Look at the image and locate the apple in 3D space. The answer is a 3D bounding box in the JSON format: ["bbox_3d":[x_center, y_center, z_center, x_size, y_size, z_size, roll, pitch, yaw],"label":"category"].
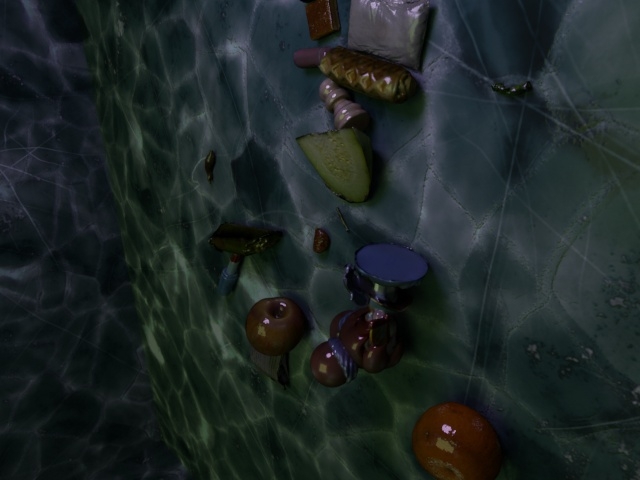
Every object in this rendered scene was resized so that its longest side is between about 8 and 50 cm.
[{"bbox_3d":[-0.161,0.302,1.673,0.211,0.211,0.187,44,136,31],"label":"apple"}]

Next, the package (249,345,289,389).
[{"bbox_3d":[-0.210,0.465,1.912,0.204,0.062,0.250,19,115,44],"label":"package"}]

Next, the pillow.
[{"bbox_3d":[0.153,-0.501,1.104,0.230,0.050,0.148,36,136,36],"label":"pillow"}]

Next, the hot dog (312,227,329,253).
[{"bbox_3d":[0.000,0.000,1.494,0.058,0.035,0.083,35,128,37],"label":"hot dog"}]

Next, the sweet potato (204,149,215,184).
[{"bbox_3d":[-0.452,-0.303,1.914,0.041,0.038,0.153,-115,30,-46],"label":"sweet potato"}]

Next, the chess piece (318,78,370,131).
[{"bbox_3d":[0.050,-0.359,1.253,0.170,0.094,0.094,58,140,23],"label":"chess piece"}]

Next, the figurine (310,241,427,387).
[{"bbox_3d":[0.125,0.210,1.274,0.248,0.276,0.387,17,122,19],"label":"figurine"}]

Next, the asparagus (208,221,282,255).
[{"bbox_3d":[-0.285,0.000,1.774,0.382,0.128,0.108,8,145,47],"label":"asparagus"}]

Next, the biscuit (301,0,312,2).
[{"bbox_3d":[-0.026,-0.673,1.251,0.089,0.027,0.087,-19,68,34],"label":"biscuit"}]

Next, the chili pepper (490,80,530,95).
[{"bbox_3d":[0.376,-0.302,0.938,0.083,0.022,0.027,17,151,45],"label":"chili pepper"}]

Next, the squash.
[{"bbox_3d":[0.060,-0.191,1.256,0.237,0.204,0.154,9,89,50],"label":"squash"}]

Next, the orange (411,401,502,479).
[{"bbox_3d":[0.343,0.511,1.182,0.224,0.170,0.224,22,136,24],"label":"orange"}]

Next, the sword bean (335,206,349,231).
[{"bbox_3d":[0.066,-0.063,1.411,0.012,0.012,0.083,-35,78,50],"label":"sword bean"}]

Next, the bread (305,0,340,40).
[{"bbox_3d":[0.005,-0.590,1.253,0.095,0.035,0.090,3,107,49],"label":"bread"}]

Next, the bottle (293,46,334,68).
[{"bbox_3d":[-0.015,-0.503,1.297,0.140,0.053,0.053,18,118,45],"label":"bottle"}]

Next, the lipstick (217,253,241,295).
[{"bbox_3d":[-0.374,0.130,1.966,0.061,0.068,0.274,54,138,25],"label":"lipstick"}]

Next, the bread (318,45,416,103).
[{"bbox_3d":[0.116,-0.400,1.143,0.269,0.098,0.087,35,105,36],"label":"bread"}]
